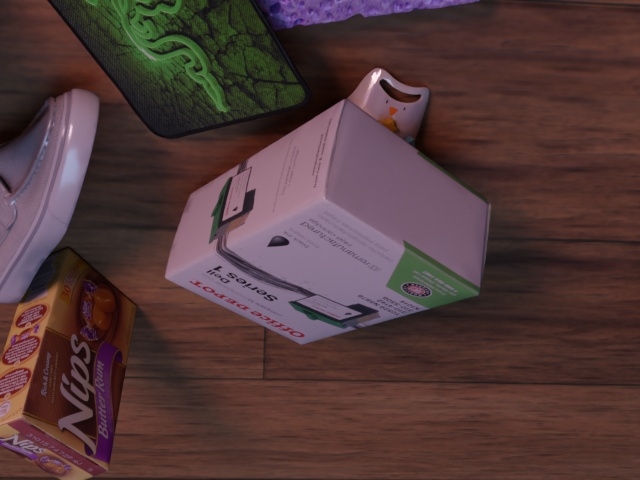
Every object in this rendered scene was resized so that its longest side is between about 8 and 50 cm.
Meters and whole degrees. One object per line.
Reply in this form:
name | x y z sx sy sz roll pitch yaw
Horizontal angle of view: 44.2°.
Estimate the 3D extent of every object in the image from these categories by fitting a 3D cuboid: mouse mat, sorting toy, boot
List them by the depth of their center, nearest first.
mouse mat | -0.109 -0.150 0.548 0.153 0.007 0.189 -8 134 31
sorting toy | 0.050 -0.097 0.631 0.083 0.045 0.075 17 114 -20
boot | -0.273 -0.036 0.632 0.123 0.095 0.258 16 135 -28

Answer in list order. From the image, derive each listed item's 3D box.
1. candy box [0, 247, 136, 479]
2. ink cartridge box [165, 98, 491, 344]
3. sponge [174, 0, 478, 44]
candy box | -0.234 0.112 0.727 0.053 0.186 0.109 -22 133 19
ink cartridge box | 0.000 0.000 0.641 0.160 0.092 0.219 30 146 -28
sponge | -0.004 -0.199 0.519 0.210 0.031 0.117 -7 136 5
